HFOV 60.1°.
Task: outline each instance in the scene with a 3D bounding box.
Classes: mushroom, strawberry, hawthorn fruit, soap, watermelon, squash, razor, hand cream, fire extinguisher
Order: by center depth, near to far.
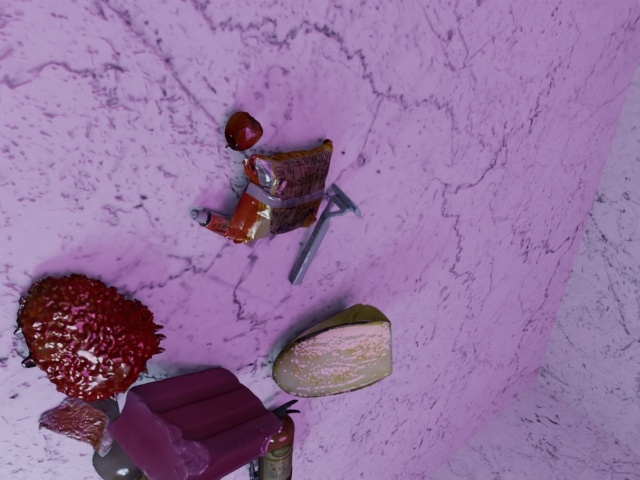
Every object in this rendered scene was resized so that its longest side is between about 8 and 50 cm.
[{"bbox_3d":[-0.443,0.204,1.058,0.233,0.138,0.306,-46,143,-5],"label":"strawberry"},{"bbox_3d":[-0.151,-0.211,1.076,0.077,0.077,0.077,-26,135,-29],"label":"hawthorn fruit"},{"bbox_3d":[-0.201,-0.028,1.203,0.052,0.038,0.216,-34,151,22],"label":"hand cream"},{"bbox_3d":[-0.509,0.382,1.207,0.158,0.121,0.098,23,86,-7],"label":"watermelon"},{"bbox_3d":[-0.266,0.419,1.254,0.128,0.233,0.359,-56,158,9],"label":"soap"},{"bbox_3d":[-0.448,0.507,1.321,0.188,0.117,0.141,-43,130,-4],"label":"mushroom"},{"bbox_3d":[-0.008,0.000,1.382,0.056,0.111,0.278,10,121,-44],"label":"razor"},{"bbox_3d":[0.027,0.334,1.574,0.309,0.210,0.233,-24,122,-37],"label":"squash"},{"bbox_3d":[-0.163,0.641,1.697,0.200,0.113,0.376,-20,132,-33],"label":"fire extinguisher"}]

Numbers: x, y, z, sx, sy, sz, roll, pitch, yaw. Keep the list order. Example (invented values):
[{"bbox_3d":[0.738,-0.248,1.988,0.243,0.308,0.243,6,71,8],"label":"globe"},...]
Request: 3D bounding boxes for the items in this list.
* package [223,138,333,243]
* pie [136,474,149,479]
[{"bbox_3d":[-0.073,-0.098,1.208,0.288,0.108,0.223,-16,134,-44],"label":"package"},{"bbox_3d":[-0.382,0.647,1.483,0.339,0.083,0.339,-31,147,-23],"label":"pie"}]
